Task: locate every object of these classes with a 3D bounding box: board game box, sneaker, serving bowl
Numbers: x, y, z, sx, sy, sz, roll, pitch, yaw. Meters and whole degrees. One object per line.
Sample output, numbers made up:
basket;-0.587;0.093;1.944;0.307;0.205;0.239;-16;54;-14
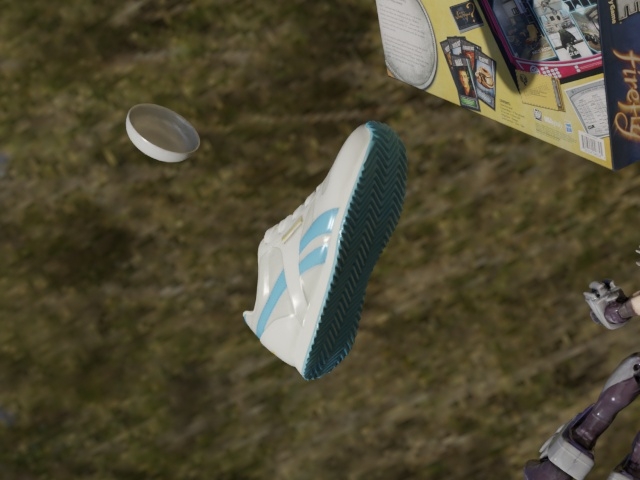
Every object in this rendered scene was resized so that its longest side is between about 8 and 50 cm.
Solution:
board game box;0.111;-0.155;1.047;0.243;0.042;0.165;31;138;53
sneaker;0.000;0.000;1.423;0.092;0.229;0.087;33;-157;30
serving bowl;-0.172;-0.110;1.816;0.083;0.027;0.083;22;-147;-15

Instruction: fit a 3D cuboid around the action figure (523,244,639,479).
action figure;0.290;0.120;1.476;0.185;0.285;0.099;35;-165;9
